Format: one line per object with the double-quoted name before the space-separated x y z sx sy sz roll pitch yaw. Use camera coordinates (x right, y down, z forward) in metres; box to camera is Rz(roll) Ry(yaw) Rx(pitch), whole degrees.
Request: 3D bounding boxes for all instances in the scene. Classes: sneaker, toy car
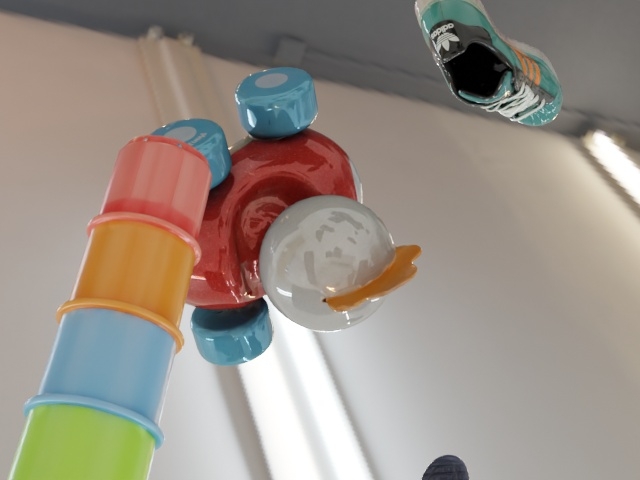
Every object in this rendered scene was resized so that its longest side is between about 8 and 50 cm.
"sneaker" 0.124 0.276 1.175 0.053 0.144 0.059 -3 175 22
"sneaker" 0.230 -0.212 1.629 0.302 0.108 0.121 31 -139 -42
"toy car" 0.000 0.000 1.044 0.238 0.219 0.210 19 -137 40

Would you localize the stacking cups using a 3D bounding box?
"stacking cups" -0.135 0.081 0.734 0.096 0.096 0.316 15 -119 -13
